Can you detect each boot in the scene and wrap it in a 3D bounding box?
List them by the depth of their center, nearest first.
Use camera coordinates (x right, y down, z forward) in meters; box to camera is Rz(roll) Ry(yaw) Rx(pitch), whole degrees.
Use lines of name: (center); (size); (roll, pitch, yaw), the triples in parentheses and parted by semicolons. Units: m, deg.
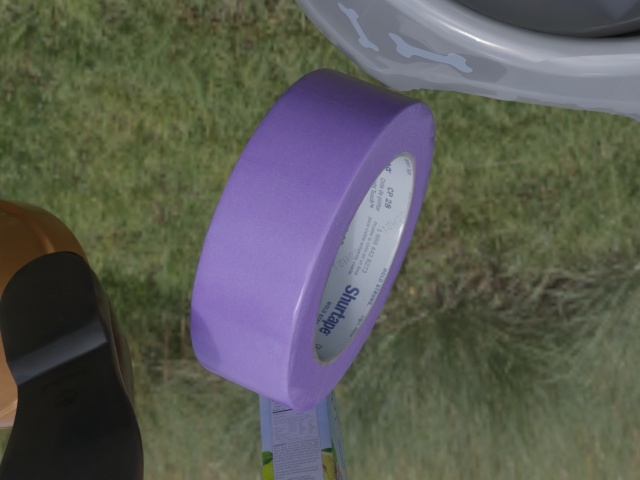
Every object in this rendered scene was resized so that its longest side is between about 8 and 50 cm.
boot: (-0.164, 0.155, 0.785); (0.112, 0.305, 0.115); (-19, 140, 7)

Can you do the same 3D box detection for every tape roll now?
tape roll: (0.000, 0.000, 0.909); (0.090, 0.274, 0.275); (23, 164, 17)

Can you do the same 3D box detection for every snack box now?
snack box: (-0.012, 0.211, 1.021); (0.070, 0.207, 0.174); (-9, 137, 1)

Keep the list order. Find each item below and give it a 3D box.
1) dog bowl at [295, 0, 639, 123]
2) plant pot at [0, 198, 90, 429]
dog bowl: (0.127, -0.226, 0.523); (0.349, 0.348, 0.102); (-2, -178, 1)
plant pot: (-0.444, 0.079, 1.288); (0.291, 0.290, 0.203); (-11, 168, 22)
